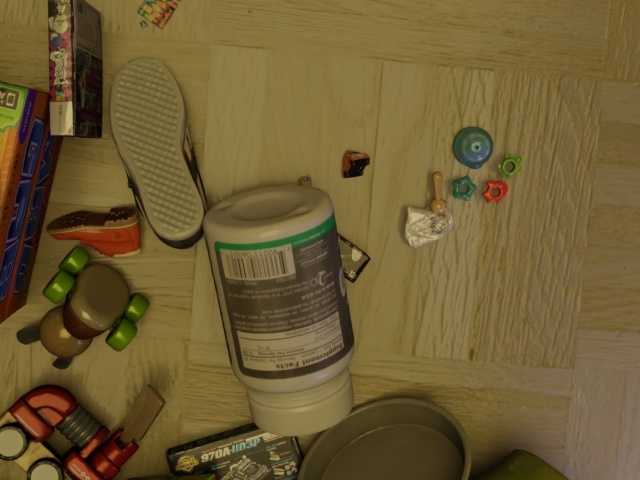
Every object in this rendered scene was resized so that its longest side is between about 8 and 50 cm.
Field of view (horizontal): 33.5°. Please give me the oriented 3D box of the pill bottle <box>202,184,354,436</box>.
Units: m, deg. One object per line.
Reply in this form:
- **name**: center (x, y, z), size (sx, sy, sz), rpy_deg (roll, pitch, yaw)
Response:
- **pill bottle**: center (-0.056, 0.111, 1.679), size (0.204, 0.204, 0.361), rpy_deg (-10, 112, -3)

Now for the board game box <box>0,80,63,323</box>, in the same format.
- **board game box**: center (-0.607, -0.086, 1.573), size (0.357, 0.356, 0.356), rpy_deg (13, 94, -6)

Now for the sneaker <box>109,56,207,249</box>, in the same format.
- **sneaker**: center (-0.262, -0.132, 1.721), size (0.126, 0.127, 0.321), rpy_deg (-12, 72, -6)

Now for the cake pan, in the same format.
- **cake pan**: center (0.107, 0.383, 1.722), size (0.293, 0.293, 0.054), rpy_deg (-26, 127, -2)

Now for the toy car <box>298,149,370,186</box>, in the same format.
- **toy car**: center (0.020, -0.122, 1.769), size (0.122, 0.060, 0.040), rpy_deg (-16, 64, -9)

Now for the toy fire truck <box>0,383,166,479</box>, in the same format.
- **toy fire truck**: center (-0.384, 0.306, 1.738), size (0.246, 0.158, 0.217), rpy_deg (-44, 96, -11)

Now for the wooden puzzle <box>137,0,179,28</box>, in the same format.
- **wooden puzzle**: center (-0.267, -0.382, 1.748), size (0.049, 0.006, 0.083), rpy_deg (34, 92, -6)

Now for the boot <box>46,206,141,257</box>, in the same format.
- **boot**: center (-0.370, -0.004, 1.749), size (0.158, 0.059, 0.084), rpy_deg (-2, 122, 10)

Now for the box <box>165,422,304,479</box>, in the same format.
- **box**: center (-0.132, 0.408, 1.802), size (0.220, 0.051, 0.175), rpy_deg (-17, 96, -2)

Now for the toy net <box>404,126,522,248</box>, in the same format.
- **toy net**: center (0.231, -0.076, 1.795), size (0.122, 0.045, 0.232), rpy_deg (37, 93, -8)

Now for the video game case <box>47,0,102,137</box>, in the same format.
- **video game case**: center (-0.375, -0.263, 1.638), size (0.042, 0.232, 0.210), rpy_deg (0, 95, -2)

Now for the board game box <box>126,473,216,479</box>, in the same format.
- **board game box**: center (-0.247, 0.439, 1.755), size (0.181, 0.043, 0.092), rpy_deg (-10, 98, 29)

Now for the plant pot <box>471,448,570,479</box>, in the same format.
- **plant pot**: center (0.291, 0.542, 1.722), size (0.353, 0.366, 0.366), rpy_deg (-44, 97, -12)

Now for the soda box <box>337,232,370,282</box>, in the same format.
- **soda box**: center (0.000, 0.000, 1.773), size (0.169, 0.060, 0.053), rpy_deg (35, 93, -6)

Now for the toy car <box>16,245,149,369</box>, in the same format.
- **toy car**: center (-0.405, 0.134, 1.740), size (0.155, 0.149, 0.188), rpy_deg (41, 116, -15)
